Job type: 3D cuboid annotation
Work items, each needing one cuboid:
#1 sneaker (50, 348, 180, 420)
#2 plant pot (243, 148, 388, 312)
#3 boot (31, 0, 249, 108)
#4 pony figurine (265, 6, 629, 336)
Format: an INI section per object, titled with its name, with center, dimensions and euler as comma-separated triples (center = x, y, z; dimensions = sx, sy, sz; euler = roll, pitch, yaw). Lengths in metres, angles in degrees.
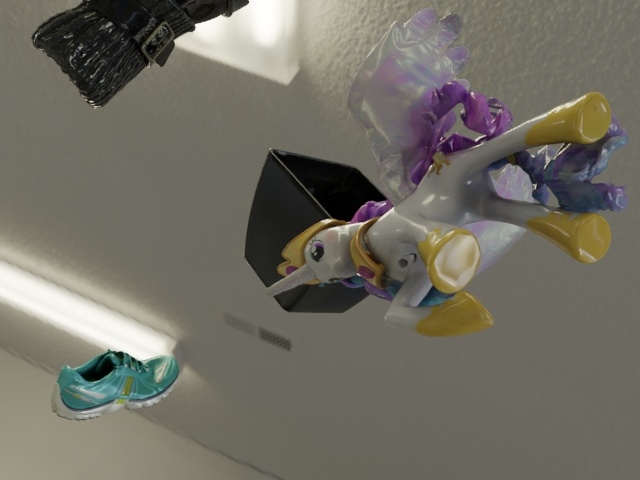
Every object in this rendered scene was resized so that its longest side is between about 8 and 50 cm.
[sneaker]
center = -0.378, 0.261, 1.480
dimensions = 0.107, 0.275, 0.110
euler = 26, -68, 35
[plant pot]
center = 0.000, 0.000, 1.101
dimensions = 0.188, 0.187, 0.167
euler = 50, -62, 34
[boot]
center = -0.215, -0.297, 0.868
dimensions = 0.131, 0.260, 0.348
euler = 53, -10, 16
[pony figurine]
center = 0.127, -0.049, 0.786
dimensions = 0.303, 0.351, 0.363
euler = 53, -20, -18
